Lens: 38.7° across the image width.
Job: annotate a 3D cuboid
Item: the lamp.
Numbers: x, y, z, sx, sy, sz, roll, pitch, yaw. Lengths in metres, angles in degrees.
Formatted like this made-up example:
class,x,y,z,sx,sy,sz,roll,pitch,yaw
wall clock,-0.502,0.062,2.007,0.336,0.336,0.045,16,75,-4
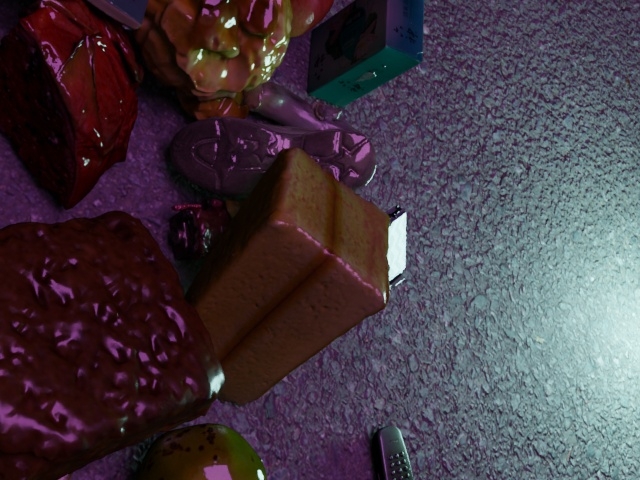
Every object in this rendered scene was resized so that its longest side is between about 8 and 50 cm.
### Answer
class,x,y,z,sx,sy,sz,roll,pitch,yaw
lamp,-0.125,-0.013,1.536,0.253,0.118,0.118,-4,79,-35

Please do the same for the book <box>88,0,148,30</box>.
class,x,y,z,sx,sy,sz,roll,pitch,yaw
book,-0.334,-0.521,1.337,0.264,0.031,0.379,30,55,-35

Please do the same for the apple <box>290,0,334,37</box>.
class,x,y,z,sx,sy,sz,roll,pitch,yaw
apple,-0.070,-0.456,1.664,0.209,0.210,0.164,-46,125,-38

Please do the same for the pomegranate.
class,x,y,z,sx,sy,sz,roll,pitch,yaw
pomegranate,-0.155,0.369,1.315,0.198,0.246,0.198,-11,104,-47

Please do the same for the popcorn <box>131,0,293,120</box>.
class,x,y,z,sx,sy,sz,roll,pitch,yaw
popcorn,-0.172,-0.339,1.505,0.265,0.225,0.332,-30,141,-15

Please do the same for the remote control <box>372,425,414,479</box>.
class,x,y,z,sx,sy,sz,roll,pitch,yaw
remote control,0.137,0.450,1.659,0.072,0.042,0.221,-4,81,-40

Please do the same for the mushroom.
class,x,y,z,sx,sy,sz,roll,pitch,yaw
mushroom,-0.031,-0.219,1.698,0.278,0.099,0.096,30,45,-24

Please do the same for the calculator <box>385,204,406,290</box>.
class,x,y,z,sx,sy,sz,roll,pitch,yaw
calculator,0.079,0.054,1.700,0.274,0.028,0.165,-32,129,-41

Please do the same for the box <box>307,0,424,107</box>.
class,x,y,z,sx,sy,sz,roll,pitch,yaw
box,0.083,-0.370,1.732,0.092,0.245,0.153,17,66,-34

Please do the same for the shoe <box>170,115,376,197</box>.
class,x,y,z,sx,sy,sz,roll,pitch,yaw
shoe,-0.085,-0.137,1.582,0.342,0.210,0.132,2,92,-5

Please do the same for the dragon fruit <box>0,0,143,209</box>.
class,x,y,z,sx,sy,sz,roll,pitch,yaw
dragon fruit,-0.387,-0.273,1.384,0.240,0.302,0.330,17,44,0

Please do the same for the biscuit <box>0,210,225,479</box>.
class,x,y,z,sx,sy,sz,roll,pitch,yaw
biscuit,-0.345,0.135,1.225,0.395,0.166,0.342,-18,75,-47

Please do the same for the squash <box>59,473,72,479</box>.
class,x,y,z,sx,sy,sz,roll,pitch,yaw
squash,-0.454,0.275,1.223,0.252,0.049,0.252,13,69,-35

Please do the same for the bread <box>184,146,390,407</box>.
class,x,y,z,sx,sy,sz,roll,pitch,yaw
bread,-0.088,0.073,1.462,0.233,0.362,0.245,36,29,-21
